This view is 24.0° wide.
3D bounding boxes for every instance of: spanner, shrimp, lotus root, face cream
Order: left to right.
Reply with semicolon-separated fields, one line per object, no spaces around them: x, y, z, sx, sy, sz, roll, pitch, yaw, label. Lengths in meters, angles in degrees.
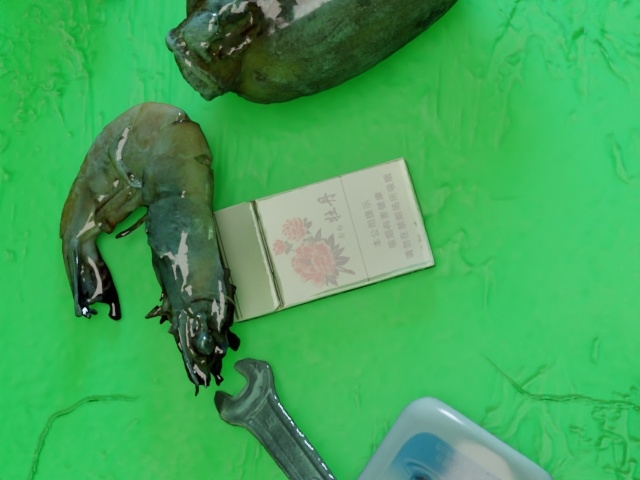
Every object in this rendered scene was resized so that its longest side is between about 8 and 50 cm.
-0.172;0.013;1.413;0.178;0.075;0.289;-15;81;25;shrimp
-0.001;0.218;1.347;0.071;0.017;0.302;-45;57;4;spanner
0.024;-0.243;1.383;0.350;0.175;0.175;-26;80;0;lotus root
0.061;0.313;1.345;0.163;0.080;0.336;34;89;16;face cream

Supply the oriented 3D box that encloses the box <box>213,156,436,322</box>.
0.000;0.001;1.418;0.198;0.029;0.109;-16;81;5;box
